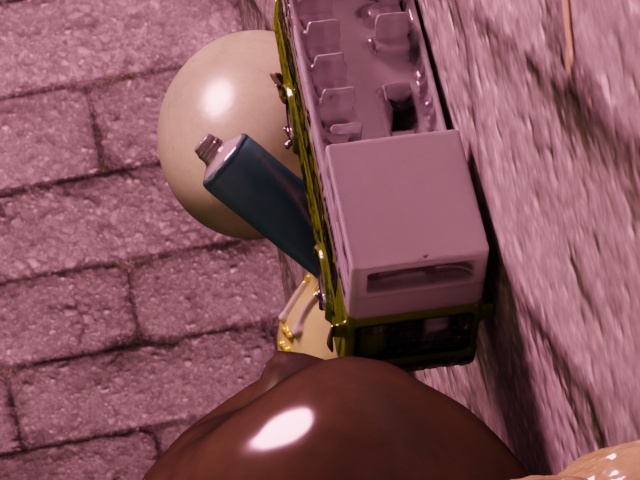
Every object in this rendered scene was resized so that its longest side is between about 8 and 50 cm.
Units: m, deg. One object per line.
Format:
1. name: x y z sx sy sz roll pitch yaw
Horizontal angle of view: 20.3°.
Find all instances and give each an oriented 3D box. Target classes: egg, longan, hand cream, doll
1. egg: -0.063 -0.102 1.715 0.253 0.187 0.186 -79 -16 -60
2. longan: 0.004 0.212 1.081 0.350 0.288 0.288 -172 71 -68
3. hand cream: 0.000 0.000 1.287 0.048 0.224 0.083 -43 13 35
4. doll: 0.010 0.056 1.632 0.141 0.117 0.296 -130 28 -61

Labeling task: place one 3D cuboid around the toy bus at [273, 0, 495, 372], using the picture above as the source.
1. toy bus: 0.034 -0.065 1.205 0.139 0.113 0.301 95 165 -58

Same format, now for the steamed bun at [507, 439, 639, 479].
1. steamed bun: 0.105 0.143 0.653 0.141 0.172 0.155 65 150 29

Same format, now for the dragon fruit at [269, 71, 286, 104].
1. dragon fruit: 0.011 -0.117 1.402 0.102 0.096 0.147 81 178 -59
